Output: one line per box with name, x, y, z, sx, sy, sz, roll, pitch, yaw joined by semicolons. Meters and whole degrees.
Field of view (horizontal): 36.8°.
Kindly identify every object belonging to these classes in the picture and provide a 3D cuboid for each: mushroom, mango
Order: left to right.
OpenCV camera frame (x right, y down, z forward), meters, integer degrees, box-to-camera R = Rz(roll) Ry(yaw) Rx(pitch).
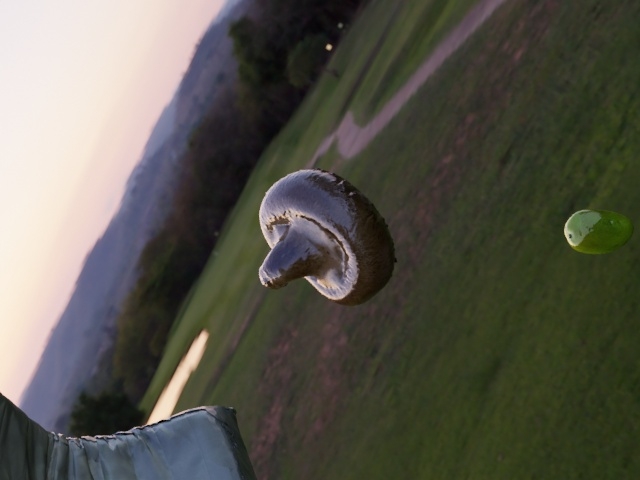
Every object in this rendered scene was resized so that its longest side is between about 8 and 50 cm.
mushroom;0.005;-0.002;0.778;0.109;0.126;0.085;-53;-15;25
mango;0.443;-0.015;1.527;0.056;0.108;0.073;33;-130;-86

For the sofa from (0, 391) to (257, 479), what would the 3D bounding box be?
sofa;-0.150;0.154;0.566;0.176;0.225;0.210;-33;34;2
